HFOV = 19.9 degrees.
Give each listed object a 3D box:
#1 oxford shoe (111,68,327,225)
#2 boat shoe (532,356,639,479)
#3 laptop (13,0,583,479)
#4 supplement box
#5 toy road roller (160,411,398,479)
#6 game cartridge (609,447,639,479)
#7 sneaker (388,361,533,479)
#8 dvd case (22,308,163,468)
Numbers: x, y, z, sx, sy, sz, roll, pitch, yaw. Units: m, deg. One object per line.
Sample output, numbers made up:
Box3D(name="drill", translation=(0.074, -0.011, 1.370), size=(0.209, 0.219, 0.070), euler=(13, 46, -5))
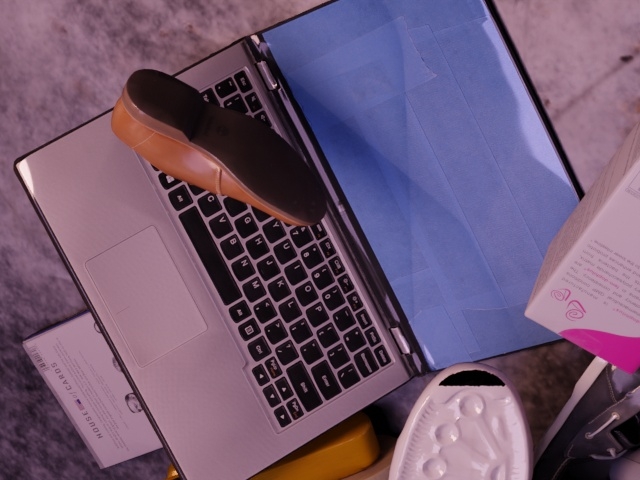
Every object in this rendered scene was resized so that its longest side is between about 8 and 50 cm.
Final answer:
Box3D(name="oxford shoe", translation=(-0.091, -0.072, 1.639), size=(0.212, 0.076, 0.076), euler=(33, 137, -6))
Box3D(name="boat shoe", translation=(0.256, 0.175, 1.693), size=(0.079, 0.084, 0.233), euler=(39, 133, 11))
Box3D(name="laptop", translation=(0.000, 0.000, 1.682), size=(0.382, 0.408, 0.236), euler=(63, 164, -11))
Box3D(name="supplement box", translation=(0.278, -0.009, 1.542), size=(0.111, 0.114, 0.220), euler=(30, 129, -3))
Box3D(name="toy road roller", translation=(-0.054, 0.301, 1.942), size=(0.329, 0.240, 0.202), euler=(-20, 106, 2))
Box3D(name="game cartridge", translation=(0.379, 0.318, 1.639), size=(0.062, 0.198, 0.297), euler=(-37, 92, -1))
Box3D(name="sneaker", translation=(0.127, 0.232, 1.734), size=(0.130, 0.236, 0.323), euler=(1, 108, 1))
Box3D(name="dvd case", translation=(-0.212, 0.151, 2.043), size=(0.238, 0.029, 0.179), euler=(-23, 101, 41))
